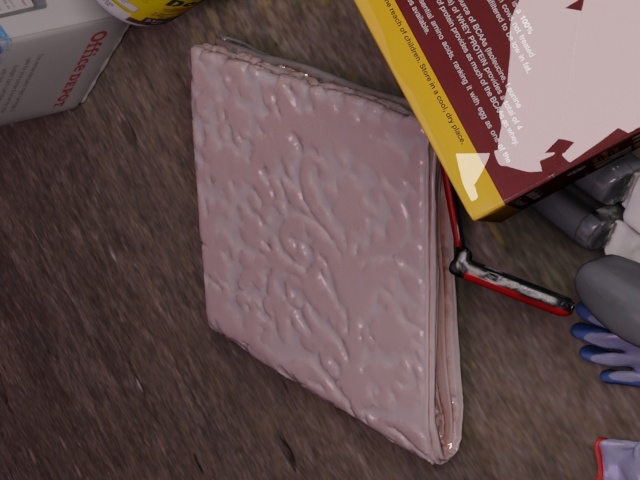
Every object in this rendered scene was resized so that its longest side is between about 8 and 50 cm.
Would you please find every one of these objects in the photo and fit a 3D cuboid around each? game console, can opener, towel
[{"bbox_3d":[0.128,-0.008,0.900,0.124,0.144,0.085,21,92,7],"label":"game console"},{"bbox_3d":[0.167,-0.026,0.852,0.283,0.095,0.076,43,136,34],"label":"can opener"},{"bbox_3d":[0.000,0.000,1.145,0.332,0.053,0.317,26,127,45],"label":"towel"}]

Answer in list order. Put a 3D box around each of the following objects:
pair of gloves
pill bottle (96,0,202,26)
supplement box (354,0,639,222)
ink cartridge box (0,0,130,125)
[{"bbox_3d":[0.241,0.118,0.893,0.159,0.023,0.198,4,111,54],"label":"pair of gloves"},{"bbox_3d":[-0.116,-0.266,1.106,0.215,0.117,0.117,-15,95,57],"label":"pill bottle"},{"bbox_3d":[0.134,-0.137,0.719,0.194,0.129,0.191,-29,83,13],"label":"supplement box"},{"bbox_3d":[-0.383,-0.205,1.346,0.226,0.306,0.131,-40,74,55],"label":"ink cartridge box"}]
